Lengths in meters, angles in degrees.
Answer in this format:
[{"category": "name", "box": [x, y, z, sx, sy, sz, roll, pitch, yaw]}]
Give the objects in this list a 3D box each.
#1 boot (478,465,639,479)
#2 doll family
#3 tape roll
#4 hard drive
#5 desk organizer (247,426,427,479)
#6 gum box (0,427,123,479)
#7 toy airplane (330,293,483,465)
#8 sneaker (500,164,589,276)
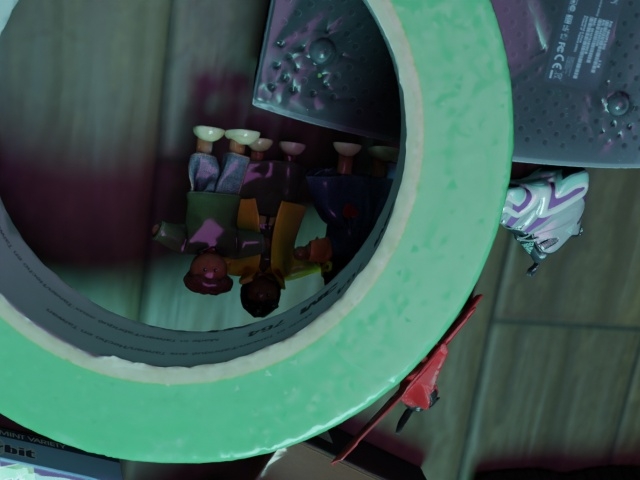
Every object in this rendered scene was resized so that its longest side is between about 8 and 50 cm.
[{"category": "boot", "box": [0.196, 0.242, 0.785, 0.197, 0.077, 0.137, 7, 113, -5]}, {"category": "doll family", "box": [0.000, 0.000, 0.620, 0.192, 0.076, 0.111, 5, 89, -7]}, {"category": "tape roll", "box": [-0.069, -0.054, 0.525, 0.321, 0.077, 0.321, 0, 98, 2]}, {"category": "hard drive", "box": [0.093, -0.137, 0.614, 0.254, 0.054, 0.172, 7, 108, -18]}, {"category": "desk organizer", "box": [0.011, 0.160, 0.706, 0.130, 0.047, 0.050, 30, 102, -24]}, {"category": "gum box", "box": [-0.227, 0.202, 0.653, 0.156, 0.041, 0.184, 19, 103, -21]}, {"category": "toy airplane", "box": [0.064, 0.079, 0.654, 0.028, 0.151, 0.151, 37, 99, 18]}, {"category": "sneaker", "box": [0.128, -0.008, 0.681, 0.098, 0.038, 0.069, -10, 112, -12]}]
